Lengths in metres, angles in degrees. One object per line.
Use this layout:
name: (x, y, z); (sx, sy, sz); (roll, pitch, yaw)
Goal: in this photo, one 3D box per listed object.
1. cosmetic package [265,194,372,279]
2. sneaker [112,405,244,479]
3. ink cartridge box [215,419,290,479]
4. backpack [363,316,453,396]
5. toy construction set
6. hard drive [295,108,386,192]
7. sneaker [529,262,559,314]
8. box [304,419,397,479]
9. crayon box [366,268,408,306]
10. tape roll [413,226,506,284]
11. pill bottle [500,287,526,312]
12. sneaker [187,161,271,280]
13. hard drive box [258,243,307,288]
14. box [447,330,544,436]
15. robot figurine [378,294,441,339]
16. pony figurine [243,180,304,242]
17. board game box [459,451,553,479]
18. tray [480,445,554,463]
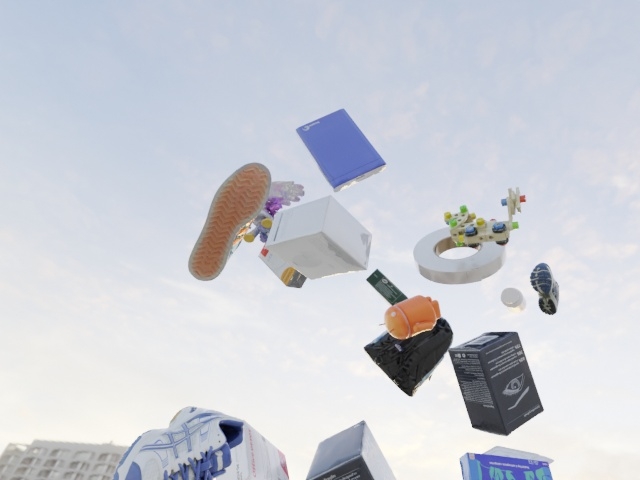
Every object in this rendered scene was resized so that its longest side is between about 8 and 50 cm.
cosmetic package: (0.000, 0.000, 1.227); (0.225, 0.138, 0.224); (-12, -39, 38)
sneaker: (-0.221, 0.362, 0.673); (0.131, 0.296, 0.111); (1, -86, 9)
ink cartridge box: (-0.177, 0.626, 1.081); (0.100, 0.172, 0.237); (-30, -56, 2)
backpack: (0.415, 0.462, 1.785); (0.290, 0.355, 0.273); (42, -4, 21)
toy construction set: (0.639, -0.075, 1.568); (0.328, 0.215, 0.151); (-24, -67, 39)
hard drive: (0.069, -0.339, 1.483); (0.211, 0.318, 0.040); (-26, -28, -8)
sneaker: (0.557, 0.112, 0.993); (0.052, 0.058, 0.135); (1, -67, 50)
box: (0.149, 0.878, 1.355); (0.212, 0.293, 0.395); (-29, -98, 6)
crayon box: (0.347, 0.268, 1.956); (0.083, 0.203, 0.323); (-44, -27, -1)
tape roll: (0.606, 0.054, 1.771); (0.393, 0.392, 0.071); (-8, -62, 19)
pill bottle: (0.791, 0.242, 1.655); (0.086, 0.085, 0.152); (-18, -29, 27)
sneaker: (-0.214, -0.052, 0.949); (0.108, 0.121, 0.302); (31, -83, -13)
hard drive box: (-0.132, 0.060, 1.677); (0.089, 0.232, 0.181); (16, -72, -47)
box: (0.433, 0.346, 1.000); (0.153, 0.206, 0.108); (-11, -7, -29)
robot figurine: (0.321, 0.274, 1.438); (0.220, 0.158, 0.128); (-20, -34, -15)
pony figurine: (-0.260, -0.113, 1.747); (0.352, 0.363, 0.302); (10, -68, -3)
board game box: (0.343, 0.496, 0.703); (0.160, 0.210, 0.047); (7, -44, -2)
tray: (0.623, 0.729, 1.340); (0.145, 0.030, 0.270); (-17, -15, -18)
